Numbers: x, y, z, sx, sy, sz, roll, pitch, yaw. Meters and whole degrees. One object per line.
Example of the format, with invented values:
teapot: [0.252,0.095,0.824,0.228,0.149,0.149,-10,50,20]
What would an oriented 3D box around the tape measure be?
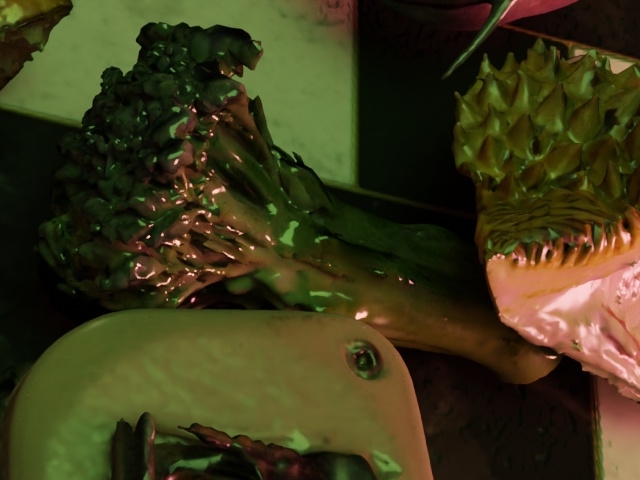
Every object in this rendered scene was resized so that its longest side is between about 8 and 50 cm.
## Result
tape measure: [-0.052,0.165,0.835,0.231,0.133,0.271,1,64,-25]

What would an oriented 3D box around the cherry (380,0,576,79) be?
cherry: [0.097,-0.227,1.099,0.213,0.183,0.266,-11,63,-26]

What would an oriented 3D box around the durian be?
durian: [0.177,-0.030,1.038,0.305,0.185,0.196,15,32,-34]

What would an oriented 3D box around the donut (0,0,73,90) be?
donut: [-0.247,-0.112,0.934,0.217,0.085,0.141,-19,71,-33]

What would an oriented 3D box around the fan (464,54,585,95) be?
fan: [0.191,-0.059,1.154,0.220,0.009,0.132,-11,70,-29]

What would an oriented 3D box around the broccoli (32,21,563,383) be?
broccoli: [0.003,0.002,0.967,0.304,0.145,0.165,24,57,-26]
